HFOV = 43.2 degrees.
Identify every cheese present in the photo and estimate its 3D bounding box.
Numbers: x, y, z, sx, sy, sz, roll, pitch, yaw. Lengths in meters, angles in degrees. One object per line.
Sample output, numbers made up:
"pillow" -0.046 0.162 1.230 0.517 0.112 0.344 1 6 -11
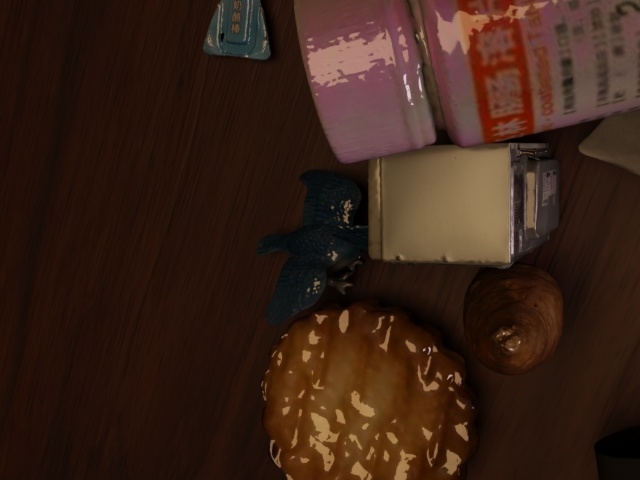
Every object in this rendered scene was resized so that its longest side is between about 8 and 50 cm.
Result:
"cheese" -0.112 -0.391 1.179 0.135 0.052 0.244 12 102 26

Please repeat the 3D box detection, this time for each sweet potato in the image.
"sweet potato" 0.225 0.087 0.937 0.131 0.337 0.131 0 89 8

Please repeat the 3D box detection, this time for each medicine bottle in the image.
"medicine bottle" 0.184 -0.212 0.803 0.388 0.219 0.219 -11 92 10

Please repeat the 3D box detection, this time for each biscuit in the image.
"biscuit" 0.069 0.240 1.144 0.326 0.107 0.325 2 94 23

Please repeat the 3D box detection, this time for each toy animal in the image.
"toy animal" 0.000 0.000 1.113 0.255 0.176 0.239 4 63 27

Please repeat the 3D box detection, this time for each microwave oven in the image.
"microwave oven" 0.184 -0.048 0.978 0.194 0.240 0.145 5 98 25

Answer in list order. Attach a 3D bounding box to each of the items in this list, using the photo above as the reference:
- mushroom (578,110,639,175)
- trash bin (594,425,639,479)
"mushroom" 0.499 -0.038 0.899 0.397 0.126 0.177 46 124 13
"trash bin" 0.435 0.393 0.935 0.214 0.214 0.333 -15 85 26
